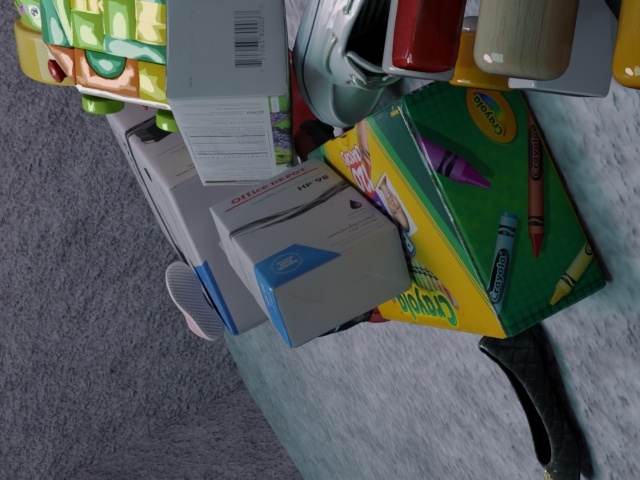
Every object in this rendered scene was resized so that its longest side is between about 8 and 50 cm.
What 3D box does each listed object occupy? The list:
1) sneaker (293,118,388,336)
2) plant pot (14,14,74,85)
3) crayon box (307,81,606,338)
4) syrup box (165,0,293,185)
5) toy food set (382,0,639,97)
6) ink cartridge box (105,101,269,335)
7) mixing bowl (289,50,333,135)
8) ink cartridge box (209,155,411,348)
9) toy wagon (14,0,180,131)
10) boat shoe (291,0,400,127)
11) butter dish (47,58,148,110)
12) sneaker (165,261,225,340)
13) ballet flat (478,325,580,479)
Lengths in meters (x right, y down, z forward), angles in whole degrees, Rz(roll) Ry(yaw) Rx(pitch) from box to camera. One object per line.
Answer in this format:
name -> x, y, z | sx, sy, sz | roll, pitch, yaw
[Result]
sneaker -> 0.000, 0.000, 0.989 | 0.098, 0.135, 0.276 | 52, 163, 48
plant pot -> -0.382, -0.408, 1.533 | 0.254, 0.254, 0.239 | -133, 36, -52
crayon box -> 0.085, -0.024, 0.706 | 0.165, 0.081, 0.278 | 64, 168, -3
syrup box -> -0.072, -0.124, 0.810 | 0.237, 0.096, 0.093 | 88, 180, -77
toy food set -> 0.093, -0.126, 0.436 | 0.232, 0.111, 0.105 | -126, 42, -79
ink cartridge box -> -0.183, -0.077, 1.503 | 0.395, 0.166, 0.286 | 45, 159, 54
mixing bowl -> -0.064, -0.130, 1.070 | 0.181, 0.098, 0.181 | 58, 168, 21
ink cartridge box -> -0.019, -0.003, 0.733 | 0.180, 0.104, 0.060 | 46, 159, 54
toy wagon -> -0.267, -0.287, 1.171 | 0.344, 0.068, 0.267 | 14, 118, 21
boat shoe -> 0.028, -0.146, 0.684 | 0.076, 0.083, 0.226 | 58, 166, 28
butter dish -> -0.331, -0.262, 1.327 | 0.160, 0.118, 0.160 | 56, 167, 31
sneaker -> -0.198, 0.097, 1.431 | 0.134, 0.051, 0.070 | 57, 162, -2
ballet flat -> 0.171, 0.138, 0.759 | 0.173, 0.049, 0.057 | 67, 168, -17
